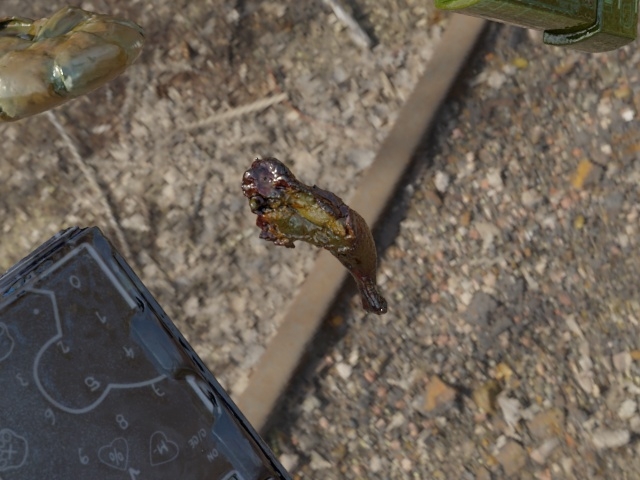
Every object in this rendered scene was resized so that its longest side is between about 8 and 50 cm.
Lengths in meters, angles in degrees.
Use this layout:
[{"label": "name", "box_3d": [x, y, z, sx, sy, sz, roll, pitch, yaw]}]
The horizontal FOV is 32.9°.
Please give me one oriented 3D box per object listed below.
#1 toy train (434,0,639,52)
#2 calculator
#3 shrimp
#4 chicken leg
[{"label": "toy train", "box_3d": [0.175, -0.238, 0.900, 0.090, 0.225, 0.137, 4, 91, 55]}, {"label": "calculator", "box_3d": [-0.124, 0.136, 0.677, 0.165, 0.274, 0.028, -42, 9, -35]}, {"label": "shrimp", "box_3d": [-0.239, -0.136, 0.802, 0.267, 0.061, 0.145, 3, 35, 38]}, {"label": "chicken leg", "box_3d": [0.003, -0.003, 0.750, 0.062, 0.145, 0.037, -45, 19, 25]}]
